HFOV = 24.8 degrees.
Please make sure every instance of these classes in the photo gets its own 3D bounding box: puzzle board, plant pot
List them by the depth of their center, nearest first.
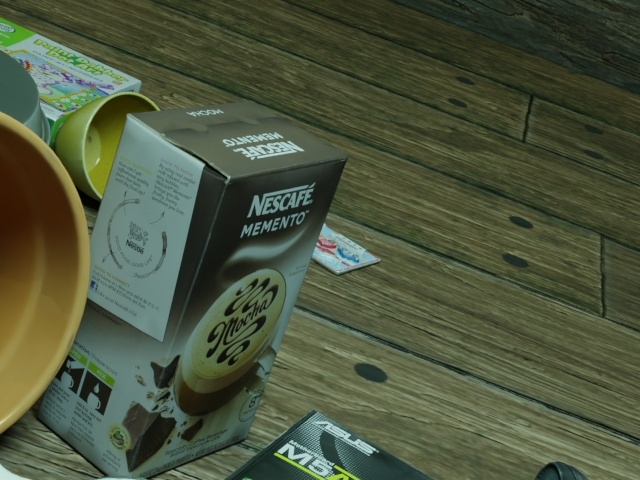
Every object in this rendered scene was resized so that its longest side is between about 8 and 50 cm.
[{"bbox_3d":[-0.360,0.016,1.164,0.291,0.290,0.203,-2,14,-42],"label":"plant pot"},{"bbox_3d":[-0.255,-0.106,1.697,0.095,0.134,0.134,5,9,41],"label":"plant pot"},{"bbox_3d":[0.000,0.000,1.790,0.128,0.011,0.096,33,26,26],"label":"puzzle board"}]

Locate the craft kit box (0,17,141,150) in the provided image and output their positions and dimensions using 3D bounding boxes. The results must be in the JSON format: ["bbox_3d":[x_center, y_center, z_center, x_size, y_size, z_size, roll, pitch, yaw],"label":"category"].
[{"bbox_3d":[-0.395,-0.208,1.880,0.250,0.061,0.246,25,21,10],"label":"craft kit box"}]

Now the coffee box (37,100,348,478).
[{"bbox_3d":[-0.110,0.040,1.243,0.119,0.297,0.168,33,26,28],"label":"coffee box"}]

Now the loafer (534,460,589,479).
[{"bbox_3d":[0.201,0.263,1.285,0.078,0.076,0.223,26,26,-6],"label":"loafer"}]

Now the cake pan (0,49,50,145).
[{"bbox_3d":[-0.449,-0.158,1.649,0.293,0.054,0.293,12,34,-8],"label":"cake pan"}]

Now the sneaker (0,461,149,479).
[{"bbox_3d":[-0.199,0.241,0.898,0.410,0.158,0.182,8,36,33],"label":"sneaker"}]

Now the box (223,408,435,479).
[{"bbox_3d":[0.028,0.235,1.248,0.191,0.045,0.184,29,27,18],"label":"box"}]
